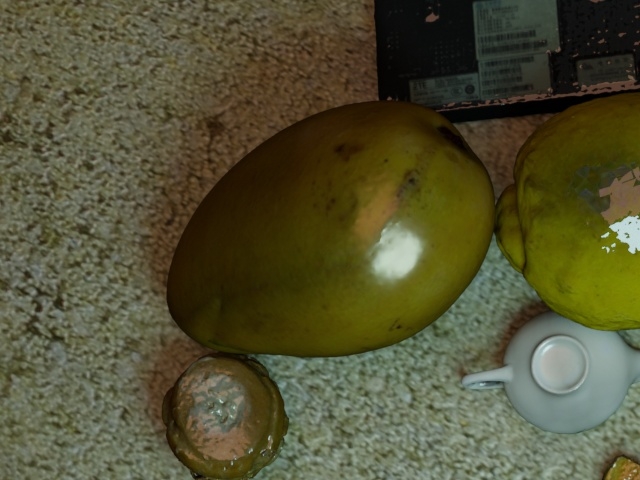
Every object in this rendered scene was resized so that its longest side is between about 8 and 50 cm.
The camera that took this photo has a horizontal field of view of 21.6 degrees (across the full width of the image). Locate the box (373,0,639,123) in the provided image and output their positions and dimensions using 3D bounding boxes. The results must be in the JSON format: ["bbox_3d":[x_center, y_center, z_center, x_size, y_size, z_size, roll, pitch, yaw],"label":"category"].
[{"bbox_3d":[0.242,-0.257,2.048,0.350,0.058,0.211,-7,75,13],"label":"box"}]

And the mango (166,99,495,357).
[{"bbox_3d":[0.000,0.000,1.920,0.446,0.232,0.300,-22,48,39],"label":"mango"}]

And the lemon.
[{"bbox_3d":[0.361,-0.033,1.851,0.316,0.285,0.285,-3,72,-21],"label":"lemon"}]

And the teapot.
[{"bbox_3d":[0.270,0.149,1.924,0.226,0.092,0.145,-5,74,16],"label":"teapot"}]

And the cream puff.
[{"bbox_3d":[-0.113,0.213,1.988,0.150,0.115,0.165,12,70,10],"label":"cream puff"}]

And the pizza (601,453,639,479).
[{"bbox_3d":[0.378,0.322,1.871,0.134,0.046,0.175,-5,75,14],"label":"pizza"}]
